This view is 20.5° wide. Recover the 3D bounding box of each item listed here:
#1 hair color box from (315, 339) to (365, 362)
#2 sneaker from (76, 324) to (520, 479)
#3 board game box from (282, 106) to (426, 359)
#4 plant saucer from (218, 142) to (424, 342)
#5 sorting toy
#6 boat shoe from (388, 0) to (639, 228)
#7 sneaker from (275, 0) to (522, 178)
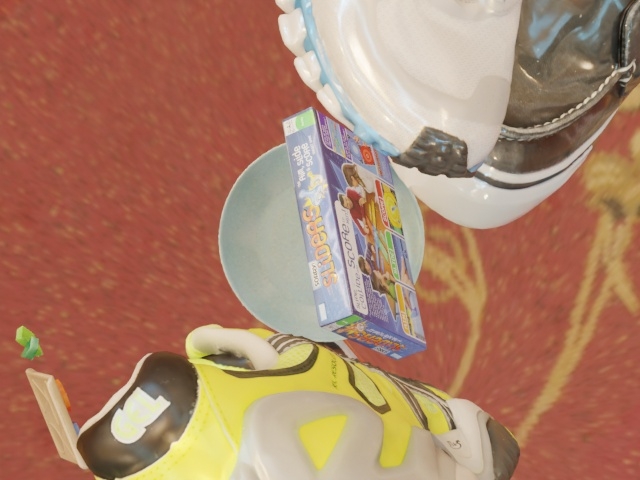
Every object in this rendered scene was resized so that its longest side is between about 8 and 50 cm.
[{"bbox_3d":[0.030,0.156,1.695,0.072,0.043,0.141,-42,78,2],"label":"hair color box"},{"bbox_3d":[-0.007,0.095,0.774,0.147,0.385,0.145,43,86,3],"label":"sneaker"},{"bbox_3d":[0.031,-0.005,1.573,0.035,0.136,0.201,-22,63,25],"label":"board game box"},{"bbox_3d":[0.000,0.000,1.672,0.194,0.037,0.195,1,83,-6],"label":"plant saucer"},{"bbox_3d":[-0.154,0.089,1.018,0.012,0.062,0.083,-23,100,-18],"label":"sorting toy"},{"bbox_3d":[0.141,-0.136,0.943,0.121,0.119,0.335,43,47,-5],"label":"boat shoe"},{"bbox_3d":[0.037,-0.106,0.518,0.071,0.083,0.191,22,49,-27],"label":"sneaker"}]
